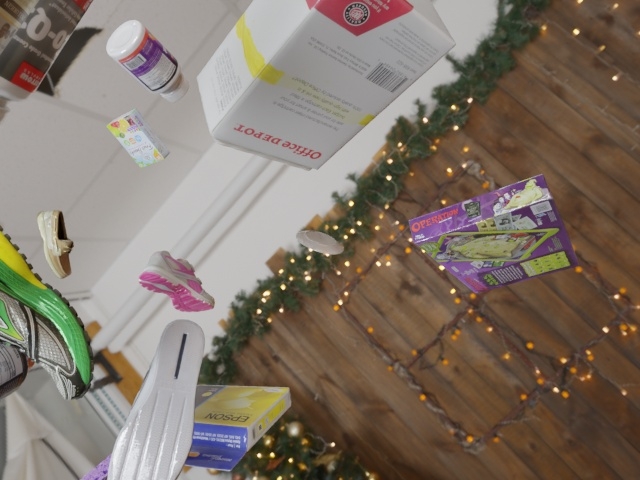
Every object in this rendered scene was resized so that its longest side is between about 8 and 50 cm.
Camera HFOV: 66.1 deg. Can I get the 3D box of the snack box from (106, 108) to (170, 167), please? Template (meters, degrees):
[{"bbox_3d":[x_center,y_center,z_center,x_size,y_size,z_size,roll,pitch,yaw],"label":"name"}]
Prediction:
[{"bbox_3d":[-0.485,-0.270,1.313,0.100,0.141,0.037,-11,37,33],"label":"snack box"}]

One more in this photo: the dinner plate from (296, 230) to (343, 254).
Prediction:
[{"bbox_3d":[0.000,0.000,1.389,0.141,0.141,0.017,-20,-47,-61],"label":"dinner plate"}]

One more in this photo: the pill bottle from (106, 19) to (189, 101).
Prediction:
[{"bbox_3d":[-0.415,-0.432,1.212,0.108,0.108,0.193,-44,-35,2],"label":"pill bottle"}]

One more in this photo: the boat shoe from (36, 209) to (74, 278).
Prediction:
[{"bbox_3d":[-0.504,0.007,0.950,0.045,0.135,0.050,-13,11,-3],"label":"boat shoe"}]

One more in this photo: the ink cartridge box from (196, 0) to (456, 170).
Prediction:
[{"bbox_3d":[-0.004,-0.324,0.896,0.279,0.160,0.385,11,-38,-44],"label":"ink cartridge box"}]

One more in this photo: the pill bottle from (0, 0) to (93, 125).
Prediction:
[{"bbox_3d":[-0.473,-0.310,0.723,0.283,0.161,0.161,-58,-13,0],"label":"pill bottle"}]

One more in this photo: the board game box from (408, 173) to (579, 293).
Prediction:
[{"bbox_3d":[0.316,0.008,0.857,0.208,0.056,0.347,-24,-29,24],"label":"board game box"}]

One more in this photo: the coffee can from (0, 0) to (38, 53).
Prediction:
[{"bbox_3d":[-0.349,-0.235,0.400,0.275,0.201,0.201,-55,-12,-2],"label":"coffee can"}]

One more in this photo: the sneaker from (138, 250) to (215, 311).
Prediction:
[{"bbox_3d":[-0.368,0.110,1.324,0.103,0.111,0.252,-13,-38,22],"label":"sneaker"}]

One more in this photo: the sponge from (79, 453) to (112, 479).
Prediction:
[{"bbox_3d":[-0.369,0.427,0.900,0.210,0.031,0.117,-31,-35,-55],"label":"sponge"}]

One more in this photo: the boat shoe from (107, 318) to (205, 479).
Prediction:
[{"bbox_3d":[-0.279,0.311,0.887,0.119,0.121,0.335,121,165,-53],"label":"boat shoe"}]

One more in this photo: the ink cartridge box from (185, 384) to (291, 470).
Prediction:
[{"bbox_3d":[-0.274,0.450,1.235,0.304,0.072,0.307,-4,4,22],"label":"ink cartridge box"}]

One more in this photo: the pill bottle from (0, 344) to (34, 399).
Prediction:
[{"bbox_3d":[-0.601,0.233,0.844,0.130,0.130,0.245,-45,2,6],"label":"pill bottle"}]

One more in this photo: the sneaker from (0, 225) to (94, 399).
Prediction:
[{"bbox_3d":[-0.491,0.121,0.765,0.134,0.343,0.146,-30,12,49],"label":"sneaker"}]
